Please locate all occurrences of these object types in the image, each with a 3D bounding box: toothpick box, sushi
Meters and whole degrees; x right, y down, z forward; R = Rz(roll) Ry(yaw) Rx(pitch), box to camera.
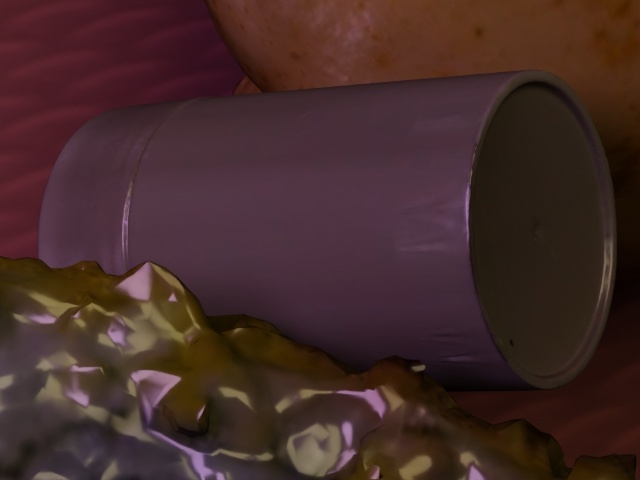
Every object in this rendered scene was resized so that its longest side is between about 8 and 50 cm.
[{"bbox_3d":[0.000,0.000,0.667,0.111,0.180,0.111,6,83,-55],"label":"toothpick box"},{"bbox_3d":[-0.021,0.227,0.575,0.396,0.240,0.351,25,56,2],"label":"sushi"}]

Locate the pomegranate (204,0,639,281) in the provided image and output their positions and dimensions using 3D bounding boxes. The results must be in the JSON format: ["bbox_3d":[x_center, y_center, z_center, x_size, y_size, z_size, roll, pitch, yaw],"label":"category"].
[{"bbox_3d":[0.082,-0.133,0.796,0.342,0.342,0.342,8,57,-13],"label":"pomegranate"}]
